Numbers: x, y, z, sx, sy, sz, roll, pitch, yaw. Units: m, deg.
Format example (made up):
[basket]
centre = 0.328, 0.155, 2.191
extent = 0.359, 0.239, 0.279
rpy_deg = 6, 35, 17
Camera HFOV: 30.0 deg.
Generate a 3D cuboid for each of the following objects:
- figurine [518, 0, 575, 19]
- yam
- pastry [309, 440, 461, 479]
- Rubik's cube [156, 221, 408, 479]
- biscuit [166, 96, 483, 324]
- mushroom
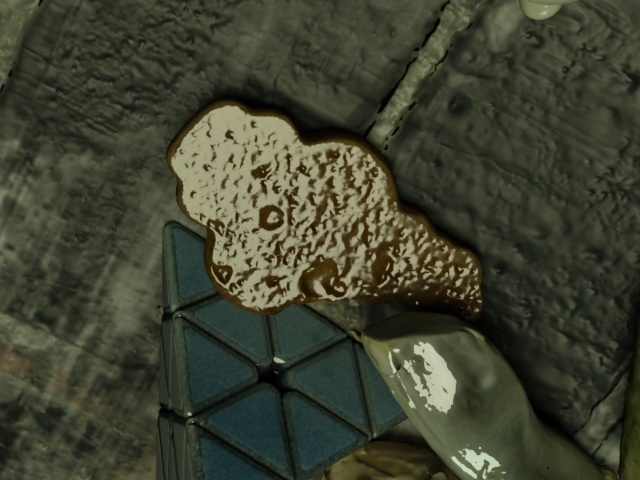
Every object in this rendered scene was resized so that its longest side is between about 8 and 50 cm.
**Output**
[figurine]
centre = 0.252, -0.271, 0.901
extent = 0.235, 0.127, 0.155
rpy_deg = -15, 103, 7
[yam]
centre = 0.331, 0.150, 1.092
extent = 0.107, 0.107, 0.194
rpy_deg = 3, 116, 4
[pastry]
centre = 0.070, 0.316, 1.185
extent = 0.264, 0.133, 0.265
rpy_deg = 1, 111, 3
[Rubik's cube]
centre = -0.071, 0.160, 1.118
extent = 0.228, 0.229, 0.233
rpy_deg = 23, 164, 34
[biscuit]
centre = 0.006, -0.007, 1.074
extent = 0.319, 0.047, 0.183
rpy_deg = 19, 106, -10
[mushroom]
centre = 0.161, 0.175, 1.097
extent = 0.109, 0.097, 0.351
rpy_deg = -51, 121, -10
